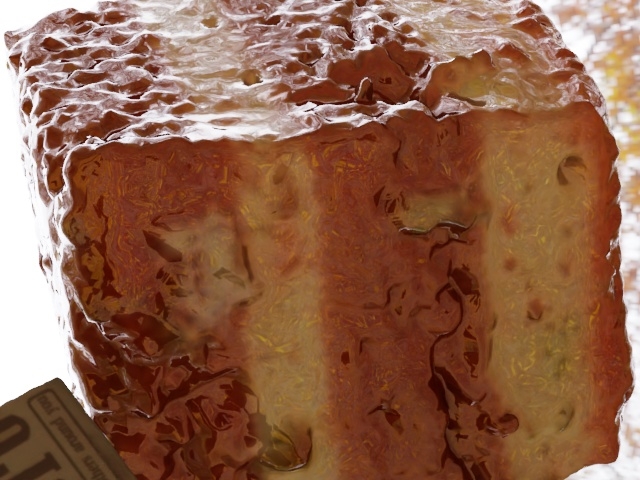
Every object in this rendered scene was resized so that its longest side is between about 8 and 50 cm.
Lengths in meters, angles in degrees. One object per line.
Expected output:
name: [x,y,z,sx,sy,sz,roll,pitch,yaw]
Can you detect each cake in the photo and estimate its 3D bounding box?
cake: [0.000,0.000,0.956,0.319,0.270,0.270,-12,-61,-10]

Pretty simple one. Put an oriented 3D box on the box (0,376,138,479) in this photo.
box: [-0.119,0.159,0.754,0.115,0.036,0.177,-29,-116,-26]
